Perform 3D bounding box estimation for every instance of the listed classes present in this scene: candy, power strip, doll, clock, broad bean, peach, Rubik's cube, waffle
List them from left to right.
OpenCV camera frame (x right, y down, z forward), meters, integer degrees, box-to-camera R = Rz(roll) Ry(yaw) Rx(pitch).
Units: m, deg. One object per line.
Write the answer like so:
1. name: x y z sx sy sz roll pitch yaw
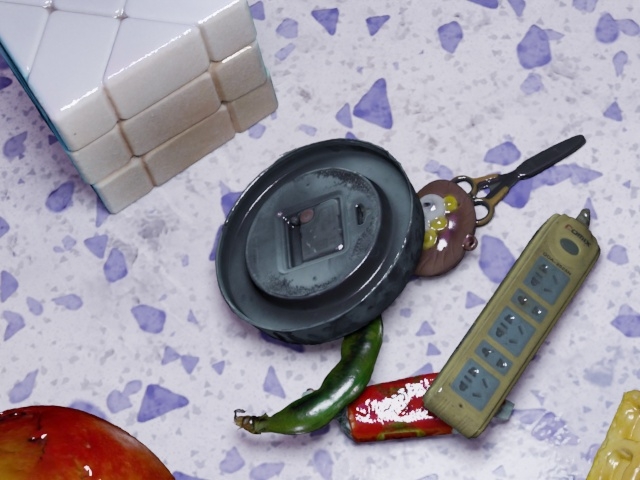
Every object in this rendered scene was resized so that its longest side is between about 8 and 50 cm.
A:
1. peach: -0.347 0.387 1.689 0.339 0.416 0.353 20 110 28
2. Rubik's cube: -0.287 -0.290 1.992 0.318 0.316 0.322 -33 67 -8
3. clock: -0.001 0.000 1.903 0.312 0.061 0.313 -16 53 22
4. broad bean: 0.012 0.161 1.852 0.144 0.049 0.292 18 58 36
5. candy: 0.114 0.225 1.844 0.292 0.059 0.086 -7 66 6
6. doll: 0.134 -0.018 1.935 0.188 0.096 0.145 -1 62 20
7. power strip: 0.273 0.096 1.844 0.092 0.066 0.387 37 64 1
8. waffle: 0.437 0.302 1.696 0.248 0.055 0.221 5 60 54

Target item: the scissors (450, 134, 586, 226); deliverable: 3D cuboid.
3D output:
1. scissors: 0.291 -0.098 1.989 0.220 0.017 0.088 -29 62 -6
